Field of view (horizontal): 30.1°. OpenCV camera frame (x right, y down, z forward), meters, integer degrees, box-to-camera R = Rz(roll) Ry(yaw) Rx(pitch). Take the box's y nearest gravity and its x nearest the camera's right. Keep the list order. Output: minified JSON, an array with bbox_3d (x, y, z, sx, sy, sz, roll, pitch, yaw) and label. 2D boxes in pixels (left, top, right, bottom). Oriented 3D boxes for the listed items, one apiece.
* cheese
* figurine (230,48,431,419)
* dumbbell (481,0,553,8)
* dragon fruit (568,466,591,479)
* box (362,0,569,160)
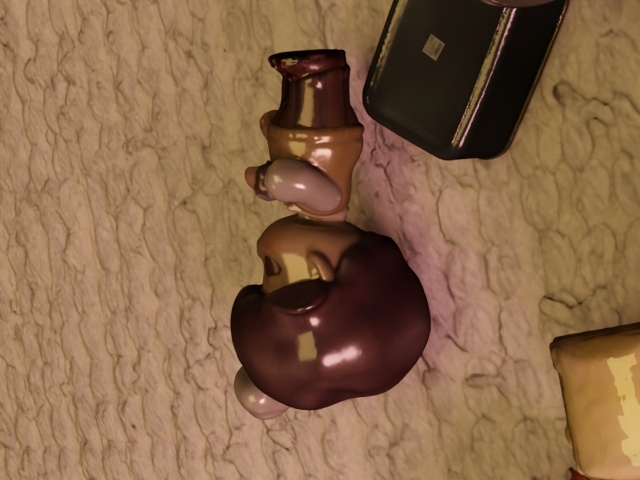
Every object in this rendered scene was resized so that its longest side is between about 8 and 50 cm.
[{"bbox_3d":[0.357,0.099,0.915,0.384,0.384,0.104,-12,83,40],"label":"cheese"},{"bbox_3d":[-0.019,0.000,1.194,0.218,0.206,0.364,17,126,70],"label":"figurine"},{"bbox_3d":[0.114,-0.326,1.010,0.406,0.179,0.179,55,132,54],"label":"dumbbell"},{"bbox_3d":[0.231,0.332,1.073,0.224,0.224,0.227,26,76,34],"label":"dragon fruit"},{"bbox_3d":[0.134,-0.185,1.152,0.144,0.090,0.201,35,118,29],"label":"box"}]
